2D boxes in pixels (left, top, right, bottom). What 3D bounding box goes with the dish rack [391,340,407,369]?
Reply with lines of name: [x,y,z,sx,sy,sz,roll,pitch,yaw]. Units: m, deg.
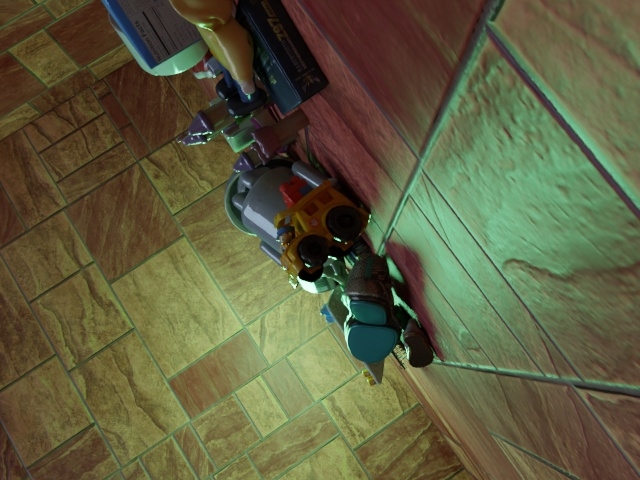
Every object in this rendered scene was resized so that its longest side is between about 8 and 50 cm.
dish rack: [0.267,0.378,2.129,0.208,0.074,0.271,53,176,48]

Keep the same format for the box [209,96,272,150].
box: [-0.244,-0.379,1.695,0.121,0.148,0.311,57,174,-4]

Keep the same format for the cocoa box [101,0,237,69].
cocoa box: [-0.372,-0.571,1.181,0.347,0.228,0.231,51,173,45]

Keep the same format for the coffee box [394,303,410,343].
coffee box: [0.267,0.285,1.661,0.113,0.040,0.184,52,173,41]

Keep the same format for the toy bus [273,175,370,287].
toy bus: [-0.031,-0.035,1.223,0.211,0.220,0.149,46,160,10]

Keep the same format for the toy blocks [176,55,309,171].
toy blocks: [-0.225,-0.308,1.285,0.308,0.260,0.288,57,176,-7]

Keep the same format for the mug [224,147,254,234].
mug: [-0.252,-0.240,2.224,0.328,0.277,0.373,-116,25,-71]

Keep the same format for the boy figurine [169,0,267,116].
boy figurine: [-0.160,-0.319,0.901,0.177,0.092,0.285,59,177,19]

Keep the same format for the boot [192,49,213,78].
boot: [-0.456,-0.699,2.030,0.176,0.088,0.244,59,166,-25]

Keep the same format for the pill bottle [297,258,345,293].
pill bottle: [-0.028,0.048,2.003,0.210,0.210,0.363,54,174,24]

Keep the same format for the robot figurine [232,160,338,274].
robot figurine: [-0.065,-0.058,1.432,0.354,0.200,0.299,35,124,19]

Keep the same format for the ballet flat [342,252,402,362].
ballet flat: [0.148,0.181,1.492,0.482,0.164,0.181,79,-159,-59]

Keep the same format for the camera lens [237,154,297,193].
camera lens: [-0.150,-0.163,1.744,0.219,0.219,0.274,57,175,-15]

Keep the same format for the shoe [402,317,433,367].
shoe: [0.276,0.295,1.547,0.219,0.077,0.058,68,-165,-49]

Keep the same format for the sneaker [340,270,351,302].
sneaker: [0.125,0.166,1.758,0.109,0.124,0.295,54,179,30]

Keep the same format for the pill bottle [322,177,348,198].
pill bottle: [0.039,-0.107,1.305,0.083,0.043,0.043,58,175,-29]

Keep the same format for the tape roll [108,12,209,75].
tape roll: [-0.460,-0.628,1.579,0.246,0.246,0.169,54,175,24]

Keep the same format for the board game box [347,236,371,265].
board game box: [0.100,0.026,1.565,0.141,0.048,0.170,51,173,32]

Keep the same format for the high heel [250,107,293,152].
high heel: [-0.167,-0.348,1.529,0.244,0.082,0.117,44,167,-8]

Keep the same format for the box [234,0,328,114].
box: [-0.079,-0.321,0.953,0.183,0.059,0.233,57,175,-13]

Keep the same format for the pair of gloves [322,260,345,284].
pair of gloves: [0.000,0.000,1.616,0.204,0.042,0.240,30,-133,-52]

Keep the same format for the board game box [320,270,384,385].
board game box: [0.147,0.344,2.246,0.389,0.050,0.390,56,-160,-12]
